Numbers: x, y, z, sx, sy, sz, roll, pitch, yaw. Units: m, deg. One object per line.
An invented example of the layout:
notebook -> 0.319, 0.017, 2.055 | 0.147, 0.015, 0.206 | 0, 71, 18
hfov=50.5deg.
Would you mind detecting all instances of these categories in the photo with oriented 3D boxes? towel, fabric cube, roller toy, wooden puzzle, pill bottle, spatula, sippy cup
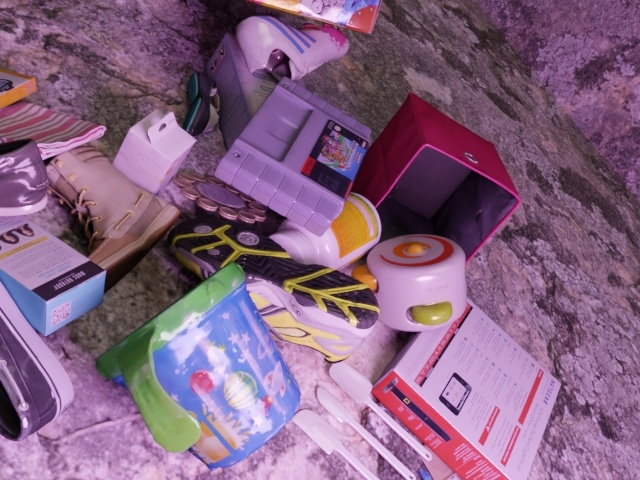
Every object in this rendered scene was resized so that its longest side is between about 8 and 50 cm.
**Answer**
towel -> -0.467, -0.183, 1.089 | 0.197, 0.029, 0.144 | 19, 32, 20
fabric cube -> 0.238, -0.119, 1.488 | 0.254, 0.259, 0.258 | 27, 31, -17
roller toy -> 0.186, 0.073, 1.328 | 0.209, 0.146, 0.191 | 11, 29, 36
wooden puzzle -> 0.209, 0.394, 1.216 | 0.116, 0.014, 0.078 | -4, 53, -43
pill bottle -> 0.000, 0.000, 1.301 | 0.136, 0.136, 0.245 | 51, 39, 10
spatula -> 0.083, 0.329, 1.152 | 0.242, 0.019, 0.168 | 41, 40, 3
sippy cup -> -0.151, 0.184, 0.950 | 0.224, 0.240, 0.305 | 54, 48, -3

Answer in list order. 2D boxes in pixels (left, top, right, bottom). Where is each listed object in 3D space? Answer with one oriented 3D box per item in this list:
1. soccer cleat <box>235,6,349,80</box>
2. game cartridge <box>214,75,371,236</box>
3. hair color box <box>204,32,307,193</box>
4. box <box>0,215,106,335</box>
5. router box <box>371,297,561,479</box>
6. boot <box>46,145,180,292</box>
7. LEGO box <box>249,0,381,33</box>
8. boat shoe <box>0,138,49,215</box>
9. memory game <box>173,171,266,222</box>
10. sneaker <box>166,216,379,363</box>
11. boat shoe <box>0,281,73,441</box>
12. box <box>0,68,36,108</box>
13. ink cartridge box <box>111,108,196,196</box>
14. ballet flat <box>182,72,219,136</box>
soccer cleat -> -0.053, -0.407, 1.496 | 0.331, 0.116, 0.143 | -6, 82, -48
game cartridge -> -0.033, -0.174, 1.299 | 0.230, 0.068, 0.355 | 27, 40, -3
hair color box -> -0.112, -0.264, 1.469 | 0.185, 0.113, 0.374 | 8, 50, -37
box -> -0.416, 0.024, 0.920 | 0.244, 0.060, 0.100 | 30, 35, 18
router box -> 0.293, 0.284, 1.316 | 0.301, 0.082, 0.335 | 43, 38, 7
boot -> -0.362, -0.038, 1.060 | 0.203, 0.095, 0.262 | 40, 37, -4
LEGO box -> -0.096, -0.637, 1.550 | 0.372, 0.193, 0.500 | 10, 20, -17
boat shoe -> -0.534, -0.084, 0.884 | 0.335, 0.095, 0.112 | -5, 30, -20
memory game -> -0.185, -0.080, 1.258 | 0.186, 0.012, 0.186 | 24, 18, -8
sneaker -> -0.099, 0.090, 1.143 | 0.384, 0.147, 0.145 | 28, 35, 12
boat shoe -> -0.443, 0.117, 0.836 | 0.306, 0.113, 0.105 | 53, 24, -1
box -> -0.549, -0.244, 1.122 | 0.081, 0.028, 0.136 | 17, 39, 14
ink cartridge box -> -0.292, -0.149, 1.184 | 0.090, 0.143, 0.092 | 38, 39, -6
ballet flat -> -0.241, -0.274, 1.405 | 0.074, 0.074, 0.203 | 21, 41, -25
